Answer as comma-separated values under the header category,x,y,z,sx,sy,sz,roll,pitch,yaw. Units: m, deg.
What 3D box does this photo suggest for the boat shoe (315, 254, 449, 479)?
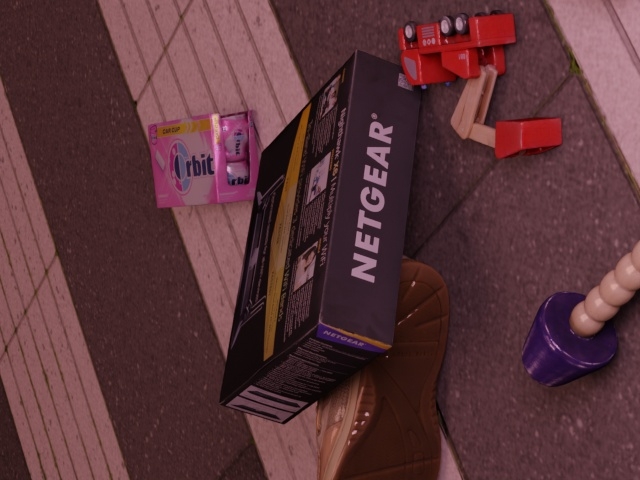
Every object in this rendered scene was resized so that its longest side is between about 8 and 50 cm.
category,x,y,z,sx,sy,sz,roll,pitch,yaw
boat shoe,0.055,0.176,1.714,0.110,0.121,0.341,31,112,63

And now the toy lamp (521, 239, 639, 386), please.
category,x,y,z,sx,sy,sz,roll,pitch,yaw
toy lamp,0.250,0.037,1.374,0.275,0.080,0.080,-55,50,50

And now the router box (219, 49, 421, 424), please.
category,x,y,z,sx,sy,sz,roll,pitch,yaw
router box,0.000,0.000,1.671,0.243,0.081,0.309,-42,34,55

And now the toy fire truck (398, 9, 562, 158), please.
category,x,y,z,sx,sy,sz,roll,pitch,yaw
toy fire truck,0.143,-0.144,1.546,0.192,0.047,0.135,3,100,60

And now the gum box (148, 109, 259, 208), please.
category,x,y,z,sx,sy,sz,roll,pitch,yaw
gum box,-0.140,-0.098,2.028,0.188,0.062,0.107,-1,96,60
